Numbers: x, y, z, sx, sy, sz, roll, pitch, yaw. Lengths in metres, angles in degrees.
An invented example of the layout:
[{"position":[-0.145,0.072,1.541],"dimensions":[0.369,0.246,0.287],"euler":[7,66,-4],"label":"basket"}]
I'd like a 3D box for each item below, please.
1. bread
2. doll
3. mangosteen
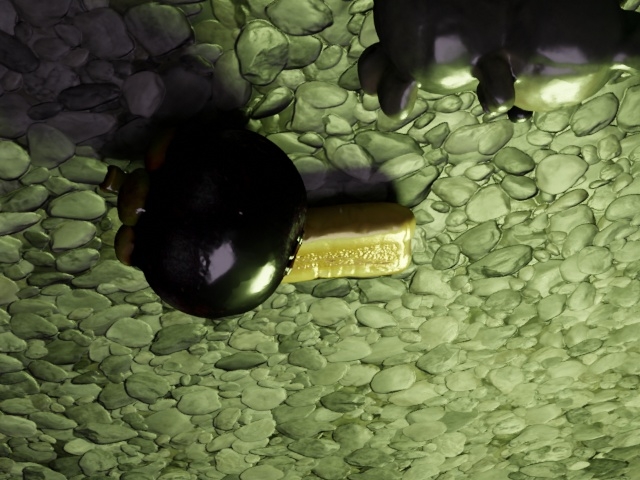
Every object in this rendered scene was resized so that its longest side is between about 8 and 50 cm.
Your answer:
[{"position":[0.000,0.000,1.829],"dimensions":[0.305,0.091,0.142],"euler":[-4,134,-6],"label":"bread"},{"position":[0.245,-0.306,1.375],"dimensions":[0.382,0.252,0.379],"euler":[-9,143,-11],"label":"doll"},{"position":[-0.172,-0.037,1.633],"dimensions":[0.302,0.275,0.275],"euler":[22,139,4],"label":"mangosteen"}]
